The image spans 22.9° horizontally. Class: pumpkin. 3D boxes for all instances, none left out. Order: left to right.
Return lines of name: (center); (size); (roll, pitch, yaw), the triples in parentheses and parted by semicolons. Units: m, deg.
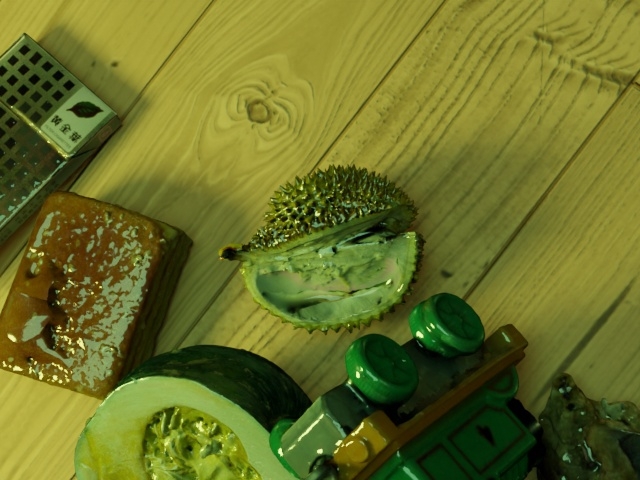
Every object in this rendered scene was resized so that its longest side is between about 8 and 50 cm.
pumpkin: (-0.114, 0.254, 1.812); (0.263, 0.197, 0.293); (-34, 93, 23)

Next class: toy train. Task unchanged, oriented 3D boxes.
toy train: (0.116, 0.217, 1.671); (0.249, 0.429, 0.178); (48, 122, 11)

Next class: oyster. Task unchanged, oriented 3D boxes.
oyster: (0.363, 0.307, 1.745); (0.221, 0.096, 0.361); (-15, 78, 3)

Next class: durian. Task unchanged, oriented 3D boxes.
durian: (0.000, 0.000, 1.861); (0.237, 0.138, 0.193); (4, 119, -5)

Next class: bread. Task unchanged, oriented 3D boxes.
bread: (-0.285, 0.070, 1.938); (0.184, 0.110, 0.234); (16, 82, 16)

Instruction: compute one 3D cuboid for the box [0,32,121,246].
box: (-0.429, -0.095, 2.017); (0.180, 0.047, 0.325); (41, 82, 18)
